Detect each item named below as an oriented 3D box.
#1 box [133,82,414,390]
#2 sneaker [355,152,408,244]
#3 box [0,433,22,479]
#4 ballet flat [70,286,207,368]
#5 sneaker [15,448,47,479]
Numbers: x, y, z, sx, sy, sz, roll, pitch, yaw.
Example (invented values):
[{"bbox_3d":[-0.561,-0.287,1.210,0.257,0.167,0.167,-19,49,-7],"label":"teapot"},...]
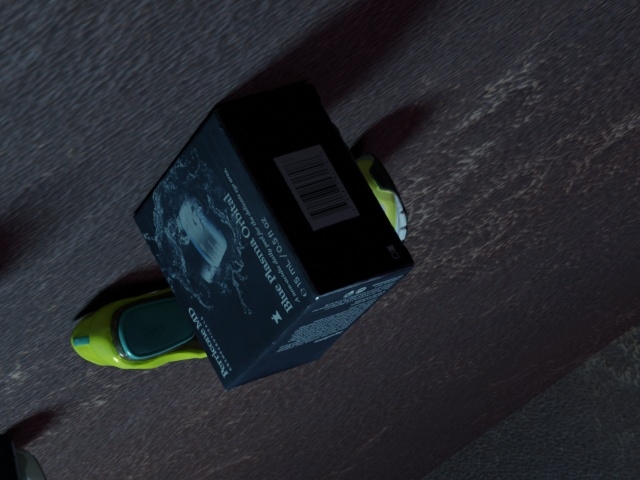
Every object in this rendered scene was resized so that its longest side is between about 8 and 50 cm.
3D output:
[{"bbox_3d":[-0.037,0.000,1.369,0.093,0.156,0.158,-18,162,-36],"label":"box"},{"bbox_3d":[0.000,0.000,1.599,0.094,0.081,0.208,-19,162,-31],"label":"sneaker"},{"bbox_3d":[-0.327,0.174,1.315,0.153,0.108,0.207,-34,134,15],"label":"box"},{"bbox_3d":[-0.122,0.071,1.644,0.077,0.077,0.231,-14,176,39],"label":"ballet flat"},{"bbox_3d":[-0.365,0.296,1.833,0.281,0.105,0.115,-38,164,30],"label":"sneaker"}]
